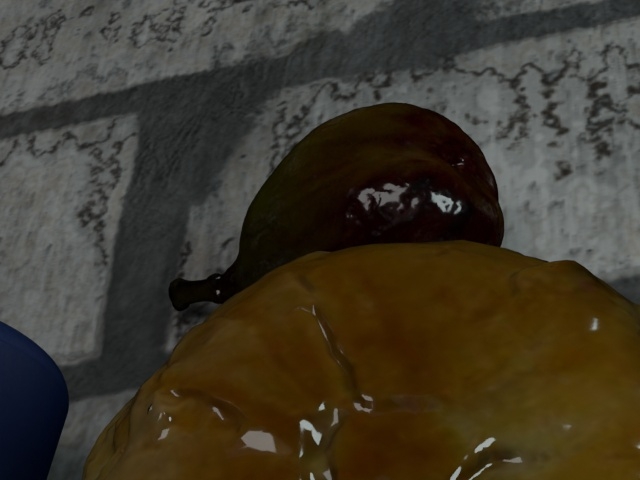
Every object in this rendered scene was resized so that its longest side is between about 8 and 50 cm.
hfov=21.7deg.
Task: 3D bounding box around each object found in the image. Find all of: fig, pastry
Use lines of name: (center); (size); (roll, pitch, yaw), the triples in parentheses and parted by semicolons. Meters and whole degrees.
fig: (-0.001, -0.002, 1.236); (0.274, 0.145, 0.170); (-22, 39, 22)
pastry: (0.061, 0.188, 0.907); (0.410, 0.245, 0.409); (1, 49, -1)

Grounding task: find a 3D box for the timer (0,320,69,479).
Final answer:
timer: (-0.320, 0.245, 1.073); (0.270, 0.270, 0.383); (-5, 61, 19)
